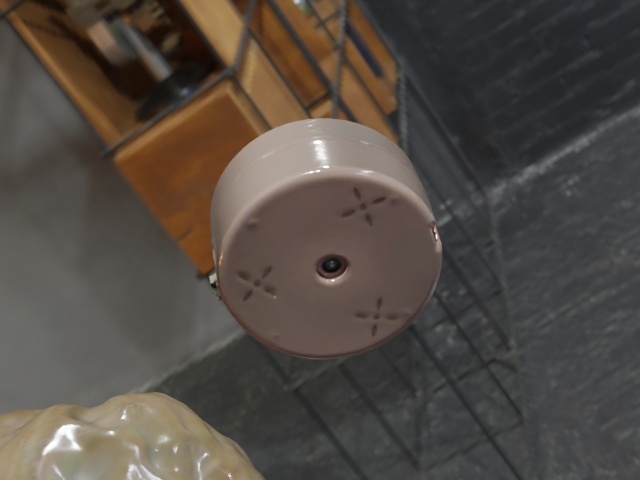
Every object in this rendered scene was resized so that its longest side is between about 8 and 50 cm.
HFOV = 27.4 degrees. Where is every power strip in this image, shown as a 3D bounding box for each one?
[{"bbox_3d":[0.000,0.000,0.874,0.154,0.154,0.078,-32,32,12],"label":"power strip"}]

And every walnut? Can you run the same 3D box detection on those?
[{"bbox_3d":[-0.134,0.225,0.770,0.273,0.273,0.227,-53,-3,-37],"label":"walnut"}]
